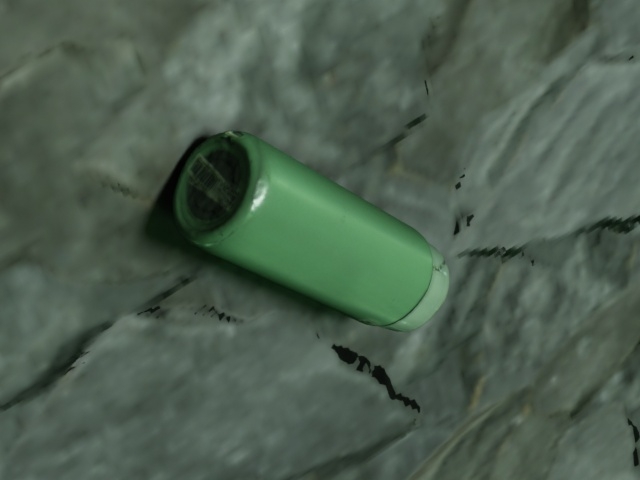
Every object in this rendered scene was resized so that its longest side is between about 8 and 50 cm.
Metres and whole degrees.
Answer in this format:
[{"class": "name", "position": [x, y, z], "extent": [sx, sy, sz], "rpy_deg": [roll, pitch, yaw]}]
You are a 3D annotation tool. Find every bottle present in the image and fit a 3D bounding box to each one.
[{"class": "bottle", "position": [0.000, 0.000, 0.439], "extent": [0.083, 0.030, 0.030], "rpy_deg": [27, 100, -46]}]
